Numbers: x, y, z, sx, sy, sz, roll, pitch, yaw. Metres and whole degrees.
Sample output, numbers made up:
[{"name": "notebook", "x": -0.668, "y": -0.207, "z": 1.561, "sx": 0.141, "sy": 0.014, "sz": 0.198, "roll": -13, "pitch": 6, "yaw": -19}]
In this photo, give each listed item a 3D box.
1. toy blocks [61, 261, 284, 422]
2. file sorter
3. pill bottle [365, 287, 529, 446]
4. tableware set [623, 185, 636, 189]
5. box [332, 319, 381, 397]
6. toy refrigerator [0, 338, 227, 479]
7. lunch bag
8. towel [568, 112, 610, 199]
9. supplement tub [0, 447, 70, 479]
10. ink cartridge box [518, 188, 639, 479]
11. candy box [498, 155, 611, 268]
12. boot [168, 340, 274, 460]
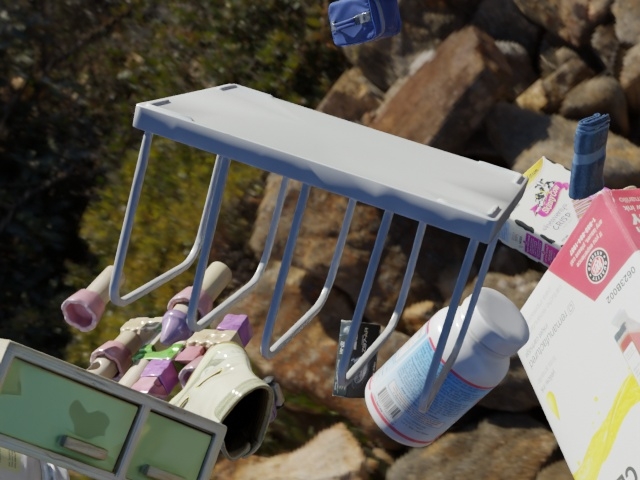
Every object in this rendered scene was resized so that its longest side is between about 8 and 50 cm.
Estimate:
[{"name": "toy blocks", "x": -0.266, "y": 0.226, "z": 1.834, "sx": 0.289, "sy": 0.308, "sz": 0.260, "roll": -3, "pitch": 31, "yaw": 29}, {"name": "file sorter", "x": 0.000, "y": 0.000, "z": 0.912, "sx": 0.278, "sy": 0.193, "sz": 0.173, "roll": 18, "pitch": 107, "yaw": 13}, {"name": "pill bottle", "x": 0.120, "y": 0.118, "z": 1.063, "sx": 0.160, "sy": 0.087, "sz": 0.087, "roll": -48, "pitch": 56, "yaw": 33}, {"name": "tableware set", "x": 0.433, "y": -0.047, "z": 1.406, "sx": 0.141, "sy": 0.169, "sz": 0.020, "roll": -32, "pitch": 52, "yaw": 29}, {"name": "box", "x": 0.040, "y": 0.131, "z": 1.239, "sx": 0.018, "sy": 0.067, "sz": 0.083, "roll": 5, "pitch": 85, "yaw": 28}, {"name": "toy refrigerator", "x": -0.240, "y": 0.197, "z": 1.194, "sx": 0.094, "sy": 0.270, "sz": 0.102, "roll": -2, "pitch": 64, "yaw": 55}, {"name": "lunch bag", "x": 0.055, "y": -0.309, "z": 1.575, "sx": 0.098, "sy": 0.065, "sz": 0.067, "roll": -5, "pitch": 100, "yaw": 48}, {"name": "towel", "x": 0.383, "y": -0.118, "z": 1.607, "sx": 0.029, "sy": 0.067, "sz": 0.119, "roll": 24, "pitch": 125, "yaw": 37}, {"name": "supplement tub", "x": -0.533, "y": 0.347, "z": 1.542, "sx": 0.235, "sy": 0.325, "sz": 0.235, "roll": -29, "pitch": 46, "yaw": 36}, {"name": "ink cartridge box", "x": 0.392, "y": 0.171, "z": 1.258, "sx": 0.279, "sy": 0.161, "sz": 0.384, "roll": 113, "pitch": 147, "yaw": -46}, {"name": "candy box", "x": 0.408, "y": -0.025, "z": 1.822, "sx": 0.233, "sy": 0.071, "sz": 0.159, "roll": 31, "pitch": 56, "yaw": 30}, {"name": "boot", "x": -0.141, "y": 0.244, "z": 1.427, "sx": 0.213, "sy": 0.077, "sz": 0.165, "roll": -58, "pitch": 25, "yaw": 2}]
